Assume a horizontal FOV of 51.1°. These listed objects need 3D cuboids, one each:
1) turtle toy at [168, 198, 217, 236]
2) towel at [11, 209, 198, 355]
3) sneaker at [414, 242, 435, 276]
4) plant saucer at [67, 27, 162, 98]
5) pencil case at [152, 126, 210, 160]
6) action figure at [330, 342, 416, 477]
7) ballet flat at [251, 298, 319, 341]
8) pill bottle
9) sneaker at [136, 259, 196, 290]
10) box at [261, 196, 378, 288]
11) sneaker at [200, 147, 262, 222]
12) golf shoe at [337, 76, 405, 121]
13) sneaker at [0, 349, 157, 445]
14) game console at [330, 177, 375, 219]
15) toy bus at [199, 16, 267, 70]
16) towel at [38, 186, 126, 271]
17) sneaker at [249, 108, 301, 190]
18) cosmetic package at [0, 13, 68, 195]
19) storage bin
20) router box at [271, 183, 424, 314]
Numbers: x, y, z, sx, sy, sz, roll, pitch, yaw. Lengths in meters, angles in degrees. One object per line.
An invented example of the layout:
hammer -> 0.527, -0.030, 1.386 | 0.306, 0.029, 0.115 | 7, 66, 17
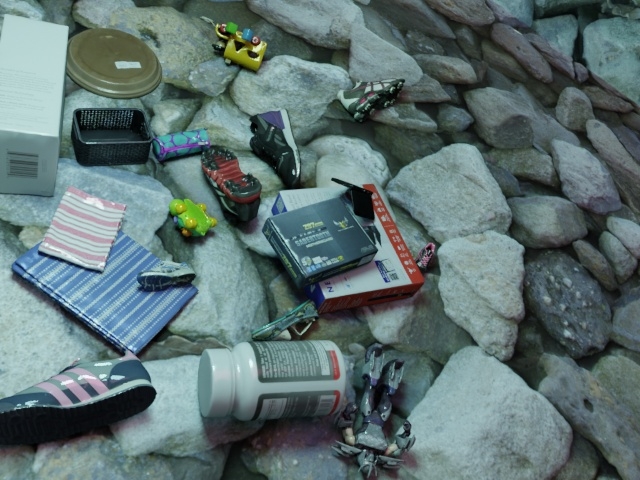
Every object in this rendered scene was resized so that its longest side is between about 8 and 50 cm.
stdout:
turtle toy -> -0.321, -0.057, 1.636 | 0.130, 0.066, 0.095 | 51, 28, 21
towel -> -0.471, 0.086, 1.482 | 0.336, 0.040, 0.243 | 36, 45, 3
sneaker -> 0.285, 0.050, 1.840 | 0.047, 0.057, 0.119 | 31, 49, -2
plant saucer -> -0.584, -0.509, 1.892 | 0.277, 0.041, 0.278 | 13, 49, -16
pencil case -> -0.366, -0.255, 1.773 | 0.151, 0.065, 0.070 | -19, 29, -34
action figure -> 0.119, 0.381, 1.477 | 0.185, 0.099, 0.285 | 26, 51, -16
ballet flat -> -0.074, 0.200, 1.555 | 0.188, 0.070, 0.070 | -28, 69, -34
pill bottle -> -0.103, 0.291, 1.399 | 0.283, 0.161, 0.161 | 3, 53, -23
sneaker -> -0.351, 0.074, 1.504 | 0.135, 0.052, 0.058 | -1, 44, -39
box -> 0.000, 0.000, 1.633 | 0.232, 0.059, 0.183 | -17, 62, -35
sneaker -> -0.233, -0.140, 1.727 | 0.097, 0.135, 0.276 | -21, 41, -22
golf shoe -> 0.174, -0.489, 2.188 | 0.120, 0.105, 0.273 | 40, 47, 19
sneaker -> -0.485, 0.292, 1.276 | 0.318, 0.112, 0.131 | -5, 40, -31
game console -> 0.085, -0.109, 1.754 | 0.107, 0.071, 0.122 | 24, 7, 29
toy bus -> -0.264, -0.593, 2.064 | 0.202, 0.104, 0.191 | 24, 6, 36
towel -> -0.528, -0.029, 1.501 | 0.144, 0.029, 0.197 | 19, 46, -13
sneaker -> -0.132, -0.245, 1.870 | 0.124, 0.107, 0.283 | -8, 53, -12
cosmetic package -> -0.686, -0.320, 1.578 | 0.156, 0.217, 0.385 | 4, 51, -22
storage bin -> -0.528, -0.263, 1.692 | 0.180, 0.084, 0.122 | -7, 58, -28
router box -> 0.068, 0.013, 1.751 | 0.301, 0.082, 0.336 | -8, 58, -30
